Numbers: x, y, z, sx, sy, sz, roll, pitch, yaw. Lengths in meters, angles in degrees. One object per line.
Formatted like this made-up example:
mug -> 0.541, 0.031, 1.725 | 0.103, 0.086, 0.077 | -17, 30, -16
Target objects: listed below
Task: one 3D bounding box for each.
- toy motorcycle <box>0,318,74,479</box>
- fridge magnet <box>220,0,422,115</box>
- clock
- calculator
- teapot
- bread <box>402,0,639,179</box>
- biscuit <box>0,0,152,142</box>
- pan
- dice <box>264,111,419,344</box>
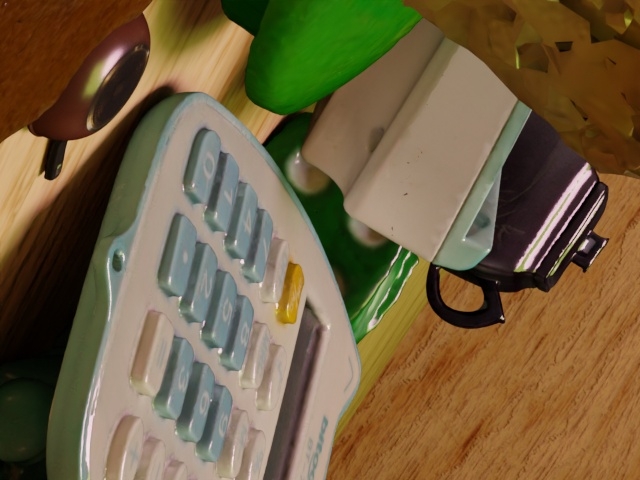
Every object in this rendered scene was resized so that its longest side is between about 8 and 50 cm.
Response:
toy motorcycle -> -0.154, 0.130, 1.026 | 0.296, 0.109, 0.198 | -57, 165, -55
fridge magnet -> 0.027, -0.149, 0.901 | 0.208, 0.088, 0.208 | -53, 172, -11
clock -> 0.090, -0.146, 1.113 | 0.262, 0.116, 0.231 | -76, -169, -59
calculator -> -0.056, 0.083, 1.042 | 0.386, 0.054, 0.256 | 65, 36, -63
teapot -> 0.135, -0.017, 1.253 | 0.177, 0.096, 0.087 | -54, 167, -6
bread -> 0.099, -0.209, 0.505 | 0.315, 0.248, 0.279 | -54, 175, -37
biscuit -> -0.093, -0.091, 0.617 | 0.215, 0.034, 0.182 | -50, 171, -16
pan -> -0.094, -0.054, 0.812 | 0.068, 0.023, 0.115 | -51, 172, -34
dice -> 0.000, 0.000, 1.294 | 0.128, 0.120, 0.131 | -53, 170, -2
